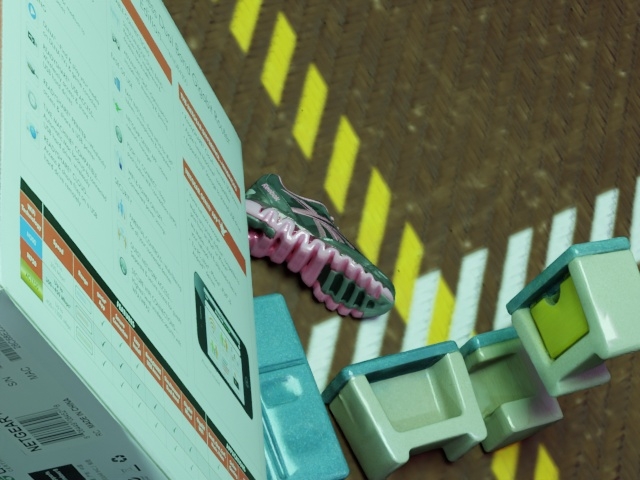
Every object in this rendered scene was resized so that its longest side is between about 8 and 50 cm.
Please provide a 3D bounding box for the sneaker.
[{"bbox_3d":[0.000,0.000,1.064,0.119,0.047,0.057,35,45,-6],"label":"sneaker"}]

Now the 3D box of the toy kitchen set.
[{"bbox_3d":[0.056,0.054,0.984,0.207,0.166,0.122,-12,69,-29],"label":"toy kitchen set"}]

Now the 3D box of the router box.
[{"bbox_3d":[-0.117,-0.012,0.830,0.082,0.335,0.301,-14,55,11],"label":"router box"}]
